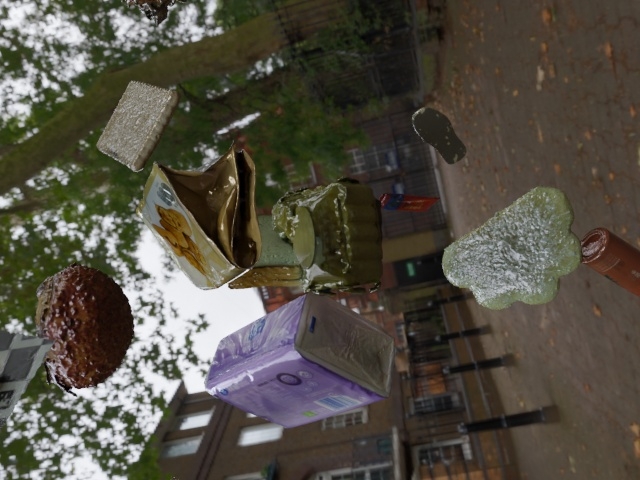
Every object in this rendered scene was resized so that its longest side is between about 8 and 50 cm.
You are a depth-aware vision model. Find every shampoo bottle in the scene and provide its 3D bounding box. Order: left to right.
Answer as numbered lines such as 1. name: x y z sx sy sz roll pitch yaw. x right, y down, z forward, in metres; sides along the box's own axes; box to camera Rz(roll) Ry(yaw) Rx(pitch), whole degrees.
1. shampoo bottle: 0.626 0.064 1.225 0.244 0.085 0.085 30 -157 -11

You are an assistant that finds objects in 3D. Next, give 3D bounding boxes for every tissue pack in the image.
1. tissue pack: -0.048 0.256 1.274 0.242 0.338 0.160 34 -131 -25

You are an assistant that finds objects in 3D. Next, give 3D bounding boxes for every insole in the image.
1. insole: 0.307 -0.266 1.576 0.248 0.081 0.011 35 -159 -48

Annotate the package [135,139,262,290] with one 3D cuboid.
1. package: -0.182 -0.047 1.083 0.221 0.165 0.311 52 158 -3

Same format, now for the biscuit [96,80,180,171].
1. biscuit: -0.455 -0.289 1.534 0.044 0.217 0.325 31 176 -38

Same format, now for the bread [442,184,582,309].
1. bread: 0.388 0.035 1.209 0.207 0.286 0.056 51 -152 5

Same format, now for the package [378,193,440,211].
1. package: 0.258 -0.114 1.875 0.083 0.200 0.022 124 142 -55

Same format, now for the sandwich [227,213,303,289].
1. sandwich: -0.156 0.027 1.904 0.273 0.249 0.095 -91 -2 -50

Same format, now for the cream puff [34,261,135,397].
1. cream puff: -0.610 0.220 1.628 0.350 0.229 0.350 168 90 -80

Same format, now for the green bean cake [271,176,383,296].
1. green bean cake: 0.000 0.000 1.646 0.202 0.285 0.310 5 -104 -48

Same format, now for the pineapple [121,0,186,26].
1. pineapple: -0.283 -0.455 1.020 0.166 0.166 0.193 -80 -15 -68

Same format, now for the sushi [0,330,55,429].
1. sushi: -0.647 0.259 0.984 0.069 0.339 0.320 64 -142 -46

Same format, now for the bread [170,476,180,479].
1. bread: -0.232 0.528 1.225 0.105 0.152 0.077 -85 -16 -57
